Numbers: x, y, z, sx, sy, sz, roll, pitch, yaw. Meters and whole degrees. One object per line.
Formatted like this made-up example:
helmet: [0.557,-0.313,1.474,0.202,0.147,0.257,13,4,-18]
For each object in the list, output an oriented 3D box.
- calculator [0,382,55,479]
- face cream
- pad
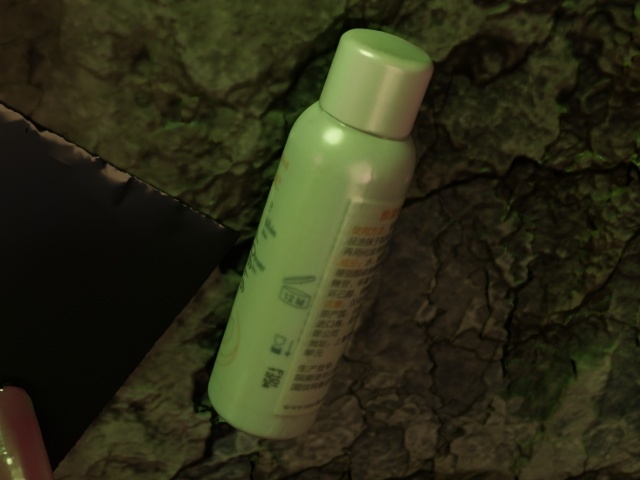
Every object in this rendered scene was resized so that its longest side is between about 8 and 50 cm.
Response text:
calculator: [-0.250,0.188,0.581,0.191,0.126,0.034,-32,149,6]
face cream: [0.000,0.000,0.574,0.082,0.082,0.268,8,117,-22]
pad: [-0.262,0.008,0.540,0.368,0.007,0.247,29,108,-31]
